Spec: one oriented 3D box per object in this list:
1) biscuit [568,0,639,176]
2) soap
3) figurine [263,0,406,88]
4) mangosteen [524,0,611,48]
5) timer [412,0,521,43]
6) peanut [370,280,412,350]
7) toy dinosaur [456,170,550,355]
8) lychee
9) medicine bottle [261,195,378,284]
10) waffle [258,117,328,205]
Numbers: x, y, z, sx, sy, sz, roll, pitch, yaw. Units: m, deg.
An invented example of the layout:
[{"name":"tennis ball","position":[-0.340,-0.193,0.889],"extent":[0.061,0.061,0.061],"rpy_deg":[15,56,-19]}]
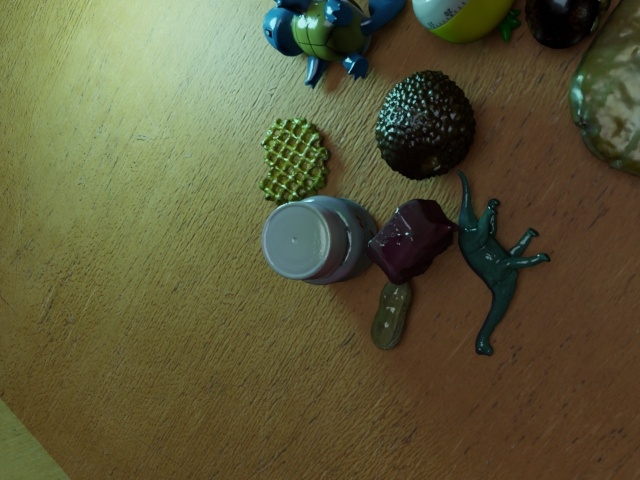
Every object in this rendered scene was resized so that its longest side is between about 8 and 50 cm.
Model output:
[{"name":"biscuit","position":[0.803,-0.349,1.499],"extent":[0.429,0.104,0.446],"rpy_deg":[37,103,21]},{"name":"soap","position":[0.230,0.004,1.652],"extent":[0.127,0.325,0.220],"rpy_deg":[43,110,14]},{"name":"figurine","position":[0.021,-0.585,1.804],"extent":[0.417,0.298,0.242],"rpy_deg":[-6,54,23]},{"name":"mangosteen","position":[0.594,-0.558,1.558],"extent":[0.217,0.192,0.192],"rpy_deg":[-16,84,4]},{"name":"timer","position":[0.394,-0.595,1.632],"extent":[0.285,0.285,0.284],"rpy_deg":[0,91,25]},{"name":"peanut","position":[0.192,0.197,1.797],"extent":[0.090,0.099,0.214],"rpy_deg":[18,96,34]},{"name":"toy dinosaur","position":[0.392,0.067,1.710],"extent":[0.383,0.129,0.330],"rpy_deg":[47,117,19]},{"name":"lychee","position":[0.264,-0.297,1.683],"extent":[0.268,0.267,0.267],"rpy_deg":[0,91,25]},{"name":"medicine bottle","position":[0.000,0.000,1.770],"extent":[0.241,0.302,0.241],"rpy_deg":[0,91,25]},{"name":"waffle","position":[-0.092,-0.236,1.947],"extent":[0.249,0.056,0.253],"rpy_deg":[-25,82,23]}]
